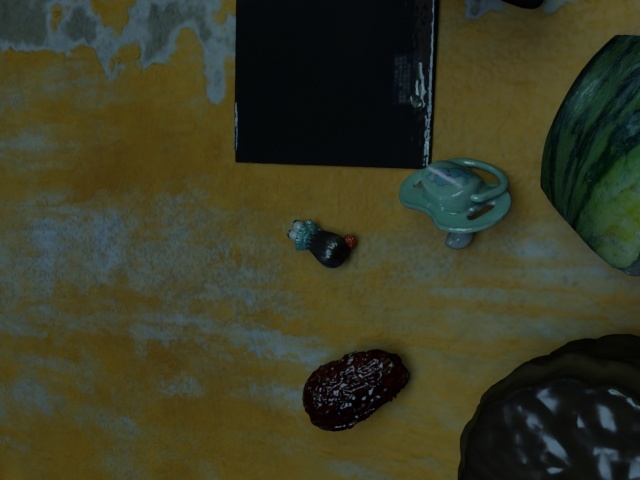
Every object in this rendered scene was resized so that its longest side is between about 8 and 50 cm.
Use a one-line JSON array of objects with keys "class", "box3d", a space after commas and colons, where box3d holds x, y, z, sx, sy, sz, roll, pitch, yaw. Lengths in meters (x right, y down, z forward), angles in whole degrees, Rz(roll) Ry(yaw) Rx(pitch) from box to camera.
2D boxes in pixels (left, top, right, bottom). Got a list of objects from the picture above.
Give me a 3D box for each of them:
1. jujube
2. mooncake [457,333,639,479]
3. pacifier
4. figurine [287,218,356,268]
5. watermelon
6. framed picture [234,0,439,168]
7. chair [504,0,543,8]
[{"class": "jujube", "box3d": [0.042, 0.207, 0.947, 0.166, 0.104, 0.104, -41, 73, 24]}, {"class": "mooncake", "box3d": [0.304, 0.263, 0.699, 0.324, 0.187, 0.323, 5, 98, 45]}, {"class": "pacifier", "box3d": [0.175, -0.042, 0.846, 0.150, 0.127, 0.116, 31, 148, 43]}, {"class": "figurine", "box3d": [0.000, 0.000, 0.982, 0.106, 0.047, 0.060, 29, 74, 34]}, {"class": "watermelon", "box3d": [0.361, -0.088, 0.703, 0.213, 0.201, 0.261, -59, 24, 23]}, {"class": "framed picture", "box3d": [0.009, -0.236, 0.968, 0.339, 0.014, 0.255, 6, 99, 32]}, {"class": "chair", "box3d": [0.175, -0.474, 0.642, 0.362, 0.365, 0.410, 37, 117, 24]}]
